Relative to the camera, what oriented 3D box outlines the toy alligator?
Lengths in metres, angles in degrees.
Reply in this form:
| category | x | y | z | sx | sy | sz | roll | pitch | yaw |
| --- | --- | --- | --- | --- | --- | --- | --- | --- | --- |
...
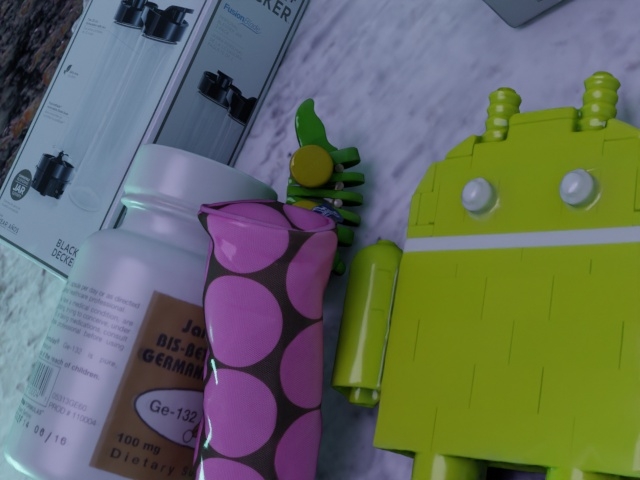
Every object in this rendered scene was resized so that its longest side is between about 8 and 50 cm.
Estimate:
| category | x | y | z | sx | sy | sz | roll | pitch | yaw |
| --- | --- | --- | --- | --- | --- | --- | --- | --- | --- |
| toy alligator | 0.000 | 0.000 | 0.693 | 0.051 | 0.056 | 0.189 | 6 | 82 | 0 |

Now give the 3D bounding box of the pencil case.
| category | x | y | z | sx | sy | sz | roll | pitch | yaw |
| --- | --- | --- | --- | --- | --- | --- | --- | --- | --- |
| pencil case | -0.039 | 0.079 | 0.624 | 0.098 | 0.095 | 0.209 | 20 | 106 | 59 |

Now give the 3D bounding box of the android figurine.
| category | x | y | z | sx | sy | sz | roll | pitch | yaw |
| --- | --- | --- | --- | --- | --- | --- | --- | --- | --- |
| android figurine | 0.116 | 0.039 | 0.569 | 0.248 | 0.056 | 0.272 | -1 | 73 | 41 |

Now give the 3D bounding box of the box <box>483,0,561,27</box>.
| category | x | y | z | sx | sy | sz | roll | pitch | yaw |
| --- | --- | --- | --- | --- | --- | --- | --- | --- | --- |
| box | 0.102 | -0.259 | 0.619 | 0.119 | 0.181 | 0.182 | -27 | 56 | 29 |

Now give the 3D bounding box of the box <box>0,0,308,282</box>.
| category | x | y | z | sx | sy | sz | roll | pitch | yaw |
| --- | --- | --- | --- | --- | --- | --- | --- | --- | --- |
| box | -0.141 | -0.104 | 0.830 | 0.169 | 0.087 | 0.290 | 21 | 87 | 44 |

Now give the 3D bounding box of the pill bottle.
| category | x | y | z | sx | sy | sz | roll | pitch | yaw |
| --- | --- | --- | --- | --- | --- | --- | --- | --- | --- |
| pill bottle | -0.113 | 0.059 | 0.705 | 0.131 | 0.131 | 0.229 | 13 | 80 | 43 |
